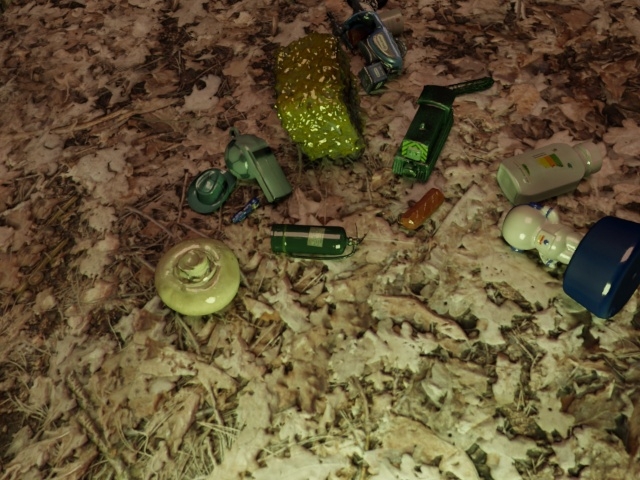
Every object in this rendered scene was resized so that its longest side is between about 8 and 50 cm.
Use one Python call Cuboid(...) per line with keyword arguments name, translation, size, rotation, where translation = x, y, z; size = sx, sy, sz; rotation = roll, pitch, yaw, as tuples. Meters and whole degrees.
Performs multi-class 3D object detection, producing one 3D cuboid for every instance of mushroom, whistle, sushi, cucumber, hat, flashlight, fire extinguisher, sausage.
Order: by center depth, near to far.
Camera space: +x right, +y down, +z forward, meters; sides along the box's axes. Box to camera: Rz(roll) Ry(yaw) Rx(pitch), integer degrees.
Cuboid(name="mushroom", translation=(-0.352, 0.096, 1.552), size=(0.246, 0.202, 0.246), rotation=(2, 63, -5))
Cuboid(name="fire extinguisher", translation=(0.000, 0.000, 1.642), size=(0.295, 0.093, 0.118), rotation=(3, 85, 6))
Cuboid(name="sausage", translation=(0.313, -0.092, 1.682), size=(0.169, 0.065, 0.065), rotation=(-42, 64, -18))
Cuboid(name="flashlight", translation=(-0.238, -0.098, 1.754), size=(0.121, 0.057, 0.035), rotation=(-43, 102, -13))
Cuboid(name="sushi", translation=(0.006, -0.469, 1.782), size=(0.240, 0.351, 0.396), rotation=(-13, 62, 16))
Cuboid(name="hat", translation=(-0.364, -0.182, 1.789), size=(0.138, 0.078, 0.191), rotation=(24, 64, 20))
Cuboid(name="whistle", translation=(-0.227, -0.248, 1.794), size=(0.164, 0.163, 0.289), rotation=(-29, 92, -12))
Cuboid(name="cucumber", translation=(0.511, -0.551, 1.954), size=(0.257, 0.043, 0.044), rotation=(-13, 64, -4))

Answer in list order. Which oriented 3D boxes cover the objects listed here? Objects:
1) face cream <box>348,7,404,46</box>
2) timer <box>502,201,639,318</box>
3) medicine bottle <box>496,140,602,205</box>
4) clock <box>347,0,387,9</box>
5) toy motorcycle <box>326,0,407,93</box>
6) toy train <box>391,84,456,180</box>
Cuboid(name="face cream", translation=(0.212, -0.834, 2.122), size=(0.214, 0.095, 0.095), rotation=(-19, 59, -6))
Cuboid(name="timer", translation=(0.686, 0.012, 1.504), size=(0.270, 0.270, 0.384), rotation=(-41, 50, -18))
Cuboid(name="medicine bottle", translation=(0.721, -0.219, 1.696), size=(0.296, 0.111, 0.161), rotation=(-16, 59, -6))
Cuboid(name="clock", translation=(0.199, -1.036, 2.277), size=(0.185, 0.040, 0.184), rotation=(-2, 59, 3))
Cuboid(name="toy motorcycle", translation=(0.174, -0.742, 1.997), size=(0.213, 0.125, 0.358), rotation=(-26, 84, -14))
Cuboid(name="toy train", translation=(0.343, -0.361, 1.777), size=(0.139, 0.178, 0.330), rotation=(19, 61, 15))
